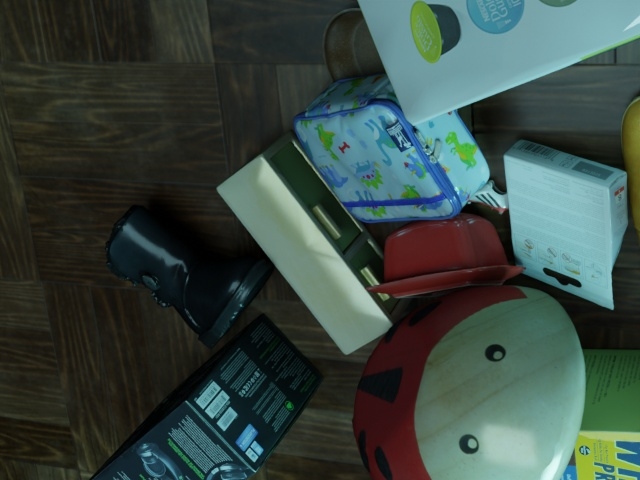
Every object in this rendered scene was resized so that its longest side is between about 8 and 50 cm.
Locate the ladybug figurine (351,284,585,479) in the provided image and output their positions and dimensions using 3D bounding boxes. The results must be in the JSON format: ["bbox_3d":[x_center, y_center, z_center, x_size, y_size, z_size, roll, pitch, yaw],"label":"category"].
[{"bbox_3d":[0.147,0.189,1.321,0.161,0.449,0.305,18,76,-10],"label":"ladybug figurine"}]

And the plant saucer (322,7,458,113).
[{"bbox_3d":[0.088,-0.191,1.337,0.198,0.036,0.199,33,150,22],"label":"plant saucer"}]

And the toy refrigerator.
[{"bbox_3d":[0.000,0.000,1.461,0.094,0.102,0.269,-33,97,30],"label":"toy refrigerator"}]

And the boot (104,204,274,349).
[{"bbox_3d":[-0.184,0.033,1.516,0.207,0.094,0.246,40,153,-1],"label":"boot"}]

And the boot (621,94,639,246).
[{"bbox_3d":[0.387,0.001,1.239,0.104,0.211,0.295,-13,107,26],"label":"boot"}]

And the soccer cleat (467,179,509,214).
[{"bbox_3d":[0.194,-0.060,1.399,0.083,0.029,0.036,19,110,10],"label":"soccer cleat"}]

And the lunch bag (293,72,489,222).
[{"bbox_3d":[0.080,-0.102,1.333,0.219,0.090,0.176,2,132,55],"label":"lunch bag"}]

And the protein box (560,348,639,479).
[{"bbox_3d":[0.368,0.233,1.359,0.201,0.200,0.136,-2,112,22],"label":"protein box"}]

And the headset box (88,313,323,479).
[{"bbox_3d":[-0.169,0.271,1.567,0.131,0.246,0.283,47,120,-3],"label":"headset box"}]

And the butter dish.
[{"bbox_3d":[0.147,0.004,1.393,0.159,0.160,0.118,-11,82,32],"label":"butter dish"}]

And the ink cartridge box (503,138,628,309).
[{"bbox_3d":[0.290,-0.019,1.347,0.145,0.045,0.179,24,142,39],"label":"ink cartridge box"}]

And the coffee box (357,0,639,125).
[{"bbox_3d":[0.221,-0.337,1.037,0.334,0.338,0.338,-19,95,35],"label":"coffee box"}]
